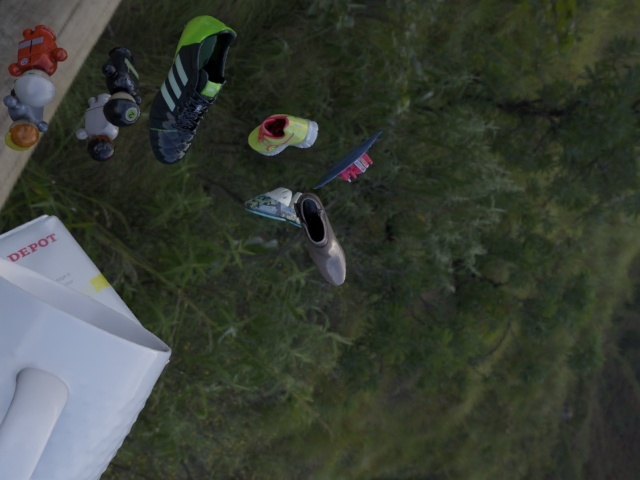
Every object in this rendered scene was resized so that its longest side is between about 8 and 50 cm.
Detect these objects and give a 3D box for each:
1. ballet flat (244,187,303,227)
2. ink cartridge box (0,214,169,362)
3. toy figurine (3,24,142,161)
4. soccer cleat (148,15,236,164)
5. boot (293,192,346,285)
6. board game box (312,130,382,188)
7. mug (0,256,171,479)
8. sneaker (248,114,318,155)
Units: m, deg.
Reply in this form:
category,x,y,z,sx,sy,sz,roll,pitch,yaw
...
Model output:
category,x,y,z,sx,sy,sz,roll,pitch,yaw
ballet flat,-0.060,-0.062,1.133,0.188,0.070,0.070,18,83,-53
ink cartridge box,-0.534,0.182,1.222,0.279,0.384,0.160,-37,179,-44
toy figurine,-0.424,-0.235,1.082,0.213,0.209,0.148,9,59,-32
soccer cleat,-0.148,-0.167,0.724,0.060,0.072,0.178,7,108,-47
boot,0.000,0.000,0.753,0.087,0.042,0.118,50,16,-88
board game box,0.058,-0.137,1.176,0.033,0.133,0.168,51,38,-11
mug,-0.364,0.221,0.726,0.276,0.374,0.328,32,81,-22
sneaker,-0.104,-0.245,1.410,0.094,0.209,0.081,13,78,-42
